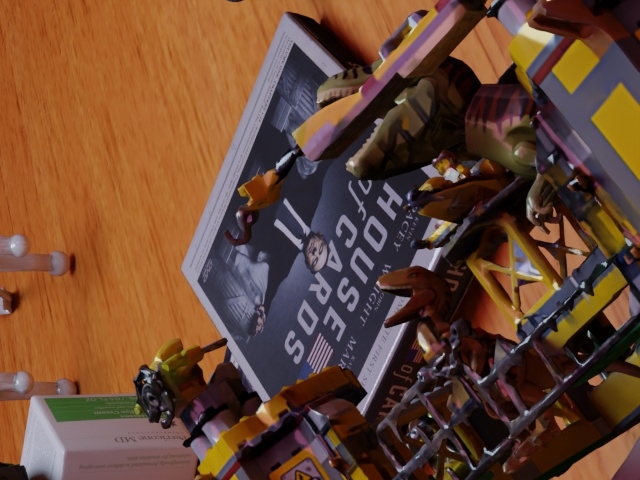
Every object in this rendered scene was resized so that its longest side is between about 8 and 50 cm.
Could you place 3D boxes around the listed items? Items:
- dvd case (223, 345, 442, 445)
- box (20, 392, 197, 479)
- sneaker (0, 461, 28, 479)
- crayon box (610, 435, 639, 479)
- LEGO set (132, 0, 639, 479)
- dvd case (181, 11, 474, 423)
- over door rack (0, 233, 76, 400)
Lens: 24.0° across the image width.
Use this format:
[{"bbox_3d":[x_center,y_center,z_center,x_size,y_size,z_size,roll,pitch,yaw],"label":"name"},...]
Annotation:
[{"bbox_3d":[-0.005,0.096,0.859,0.221,0.018,0.165,43,125,56],"label":"dvd case"},{"bbox_3d":[-0.150,0.168,1.048,0.087,0.101,0.102,43,127,56],"label":"box"},{"bbox_3d":[-0.320,0.254,1.029,0.343,0.146,0.134,-39,36,27],"label":"sneaker"},{"bbox_3d":[0.095,0.212,0.417,0.318,0.081,0.202,-54,26,-9],"label":"crayon box"},{"bbox_3d":[0.061,-0.044,0.482,0.192,0.255,0.331,54,148,17],"label":"LEGO set"},{"bbox_3d":[0.000,0.000,0.816,0.179,0.029,0.239,-66,32,19],"label":"dvd case"},{"bbox_3d":[-0.268,0.136,1.299,0.324,0.108,0.240,139,129,-73],"label":"over door rack"}]
